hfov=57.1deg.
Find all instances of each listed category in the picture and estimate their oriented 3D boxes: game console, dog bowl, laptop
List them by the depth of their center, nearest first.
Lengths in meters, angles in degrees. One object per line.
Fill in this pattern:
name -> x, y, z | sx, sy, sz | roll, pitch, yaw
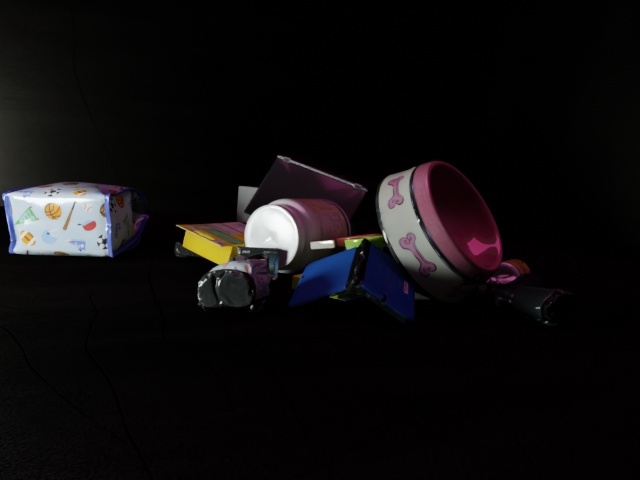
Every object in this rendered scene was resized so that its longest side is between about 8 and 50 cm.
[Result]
game console -> 0.088, 0.125, 1.471 | 0.250, 0.173, 0.293 | 36, 21, -4
dog bowl -> 0.340, -0.038, 1.608 | 0.150, 0.407, 0.408 | -32, -17, 35
laptop -> -0.013, -0.160, 2.273 | 0.382, 0.236, 0.408 | 23, 13, 15

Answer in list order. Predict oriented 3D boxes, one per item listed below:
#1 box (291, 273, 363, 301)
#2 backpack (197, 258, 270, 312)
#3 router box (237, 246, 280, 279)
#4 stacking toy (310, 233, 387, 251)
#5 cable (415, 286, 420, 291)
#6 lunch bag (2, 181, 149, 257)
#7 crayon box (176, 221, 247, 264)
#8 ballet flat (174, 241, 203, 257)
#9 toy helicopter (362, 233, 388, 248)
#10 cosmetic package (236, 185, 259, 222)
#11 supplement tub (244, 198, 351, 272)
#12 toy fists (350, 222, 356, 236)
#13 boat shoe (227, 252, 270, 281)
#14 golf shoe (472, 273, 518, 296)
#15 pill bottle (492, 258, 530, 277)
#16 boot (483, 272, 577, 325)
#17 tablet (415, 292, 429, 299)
box -> 0.023, 0.123, 1.608 | 0.178, 0.042, 0.109 | 10, 11, 35
backpack -> -0.180, 0.101, 1.346 | 0.152, 0.115, 0.182 | 4, 4, 16
router box -> -0.182, 0.066, 1.717 | 0.123, 0.092, 0.038 | 2, 7, -21
stacking toy -> 0.148, 0.050, 1.745 | 0.309, 0.130, 0.280 | -5, 3, 45
cable -> 0.298, 0.121, 1.808 | 0.151, 0.047, 0.184 | 8, 7, 19
lunch bag -> -0.763, -0.076, 1.901 | 0.328, 0.238, 0.385 | 3, 14, -2
crayon box -> -0.308, 0.011, 1.973 | 0.203, 0.083, 0.323 | 23, 14, 28
ballet flat -> -0.413, 0.032, 2.009 | 0.173, 0.049, 0.057 | 1, 9, -30
toy helicopter -> 0.349, -0.015, 2.638 | 0.355, 0.140, 0.235 | 0, 6, -20
cosmetic package -> -0.176, -0.147, 2.506 | 0.197, 0.155, 0.365 | 8, 8, 24
supplement tub -> -0.069, -0.018, 1.903 | 0.235, 0.235, 0.325 | 9, 8, 30
toy fists -> 0.000, 0.000, 2.226 | 0.279, 0.142, 0.096 | 5, -8, -8
boat shoe -> -0.213, 0.084, 1.538 | 0.103, 0.092, 0.285 | 8, 7, 22
golf shoe -> 0.506, 0.142, 1.737 | 0.198, 0.077, 0.094 | 2, 14, 35
pill bottle -> 0.606, 0.113, 1.871 | 0.103, 0.103, 0.184 | 9, 8, 32
boot -> 0.583, 0.153, 1.542 | 0.247, 0.094, 0.207 | -8, 9, -33
tablet -> 0.266, 0.156, 1.666 | 0.054, 0.006, 0.083 | 3, 8, -21
